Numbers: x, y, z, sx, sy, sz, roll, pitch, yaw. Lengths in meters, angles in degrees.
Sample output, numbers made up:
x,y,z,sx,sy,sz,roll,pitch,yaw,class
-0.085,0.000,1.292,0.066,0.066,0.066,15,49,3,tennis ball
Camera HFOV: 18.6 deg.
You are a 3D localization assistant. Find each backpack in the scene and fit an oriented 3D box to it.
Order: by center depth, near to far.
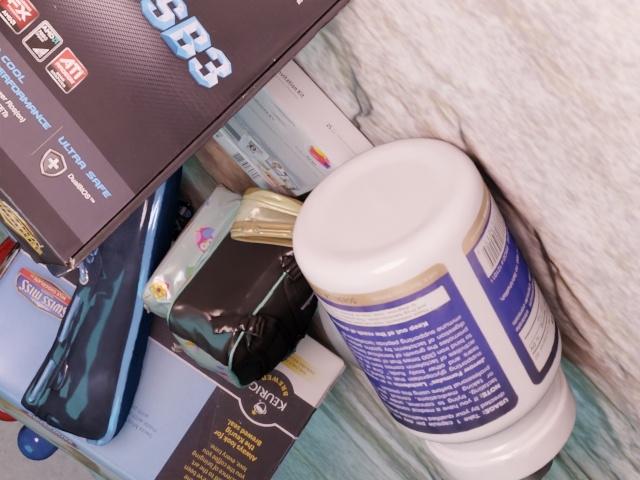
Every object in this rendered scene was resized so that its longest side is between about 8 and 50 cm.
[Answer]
x,y,z,sx,sy,sz,roll,pitch,yaw,class
-0.073,0.046,1.817,0.144,0.166,0.188,29,168,18,backpack

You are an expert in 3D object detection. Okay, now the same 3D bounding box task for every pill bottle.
x,y,z,sx,sy,sz,roll,pitch,yaw,class
0.097,0.062,1.514,0.153,0.153,0.265,23,151,48,pill bottle

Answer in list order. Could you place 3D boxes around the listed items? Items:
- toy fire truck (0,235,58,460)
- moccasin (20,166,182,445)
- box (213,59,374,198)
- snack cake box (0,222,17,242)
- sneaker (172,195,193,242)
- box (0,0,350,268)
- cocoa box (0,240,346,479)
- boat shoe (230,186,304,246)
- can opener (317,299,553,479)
x,y,z,sx,sy,sz,roll,pitch,yaw,class
-0.310,0.125,2.356,0.302,0.254,0.169,49,162,-11,toy fire truck
-0.210,0.026,1.834,0.116,0.342,0.138,15,-172,4,moccasin
-0.045,-0.104,1.645,0.145,0.038,0.186,46,163,-8,box
-0.365,-0.117,2.201,0.264,0.089,0.152,56,161,-21,snack cake box
-0.163,-0.044,2.011,0.073,0.063,0.162,21,161,31,sneaker
-0.170,-0.184,1.335,0.295,0.293,0.073,52,161,-18,box
-0.196,0.130,2.047,0.347,0.228,0.231,35,167,-8,cocoa box
-0.001,-0.001,1.689,0.153,0.048,0.056,20,167,2,boat shoe
0.098,0.125,1.763,0.280,0.093,0.074,46,161,-19,can opener
